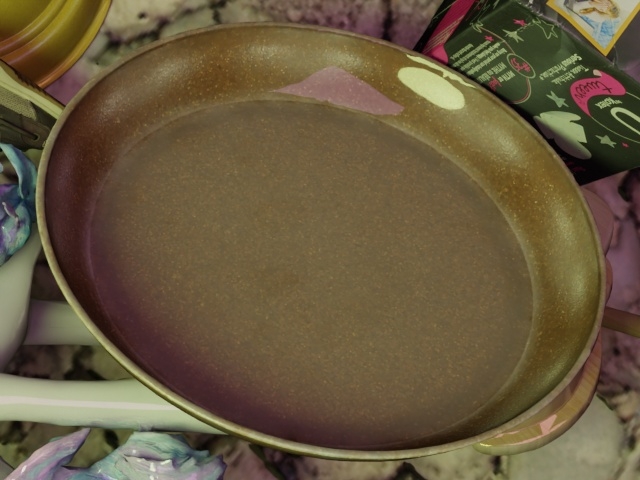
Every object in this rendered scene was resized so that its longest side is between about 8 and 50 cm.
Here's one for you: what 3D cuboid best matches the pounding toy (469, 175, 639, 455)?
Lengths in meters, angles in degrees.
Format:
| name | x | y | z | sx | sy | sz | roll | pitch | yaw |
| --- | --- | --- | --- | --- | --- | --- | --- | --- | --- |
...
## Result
| name | x | y | z | sx | sy | sz | roll | pitch | yaw |
| --- | --- | --- | --- | --- | --- | --- | --- | --- | --- |
| pounding toy | 0.107 | 0.054 | 0.982 | 0.269 | 0.155 | 0.154 | 25 | 66 | 23 |

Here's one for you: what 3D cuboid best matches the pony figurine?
| name | x | y | z | sx | sy | sz | roll | pitch | yaw |
| --- | --- | --- | --- | --- | --- | --- | --- | --- | --- |
| pony figurine | -0.221 | 0.085 | 0.872 | 0.363 | 0.303 | 0.351 | 13 | 50 | -7 |

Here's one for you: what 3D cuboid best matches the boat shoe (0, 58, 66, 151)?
| name | x | y | z | sx | sy | sz | roll | pitch | yaw |
| --- | --- | --- | --- | --- | --- | --- | --- | --- | --- |
| boat shoe | -0.191 | -0.078 | 0.955 | 0.152 | 0.056 | 0.049 | 35 | 86 | -42 |

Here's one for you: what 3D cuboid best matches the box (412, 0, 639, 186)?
| name | x | y | z | sx | sy | sz | roll | pitch | yaw |
| --- | --- | --- | --- | --- | --- | --- | --- | --- | --- |
| box | 0.170 | -0.141 | 0.961 | 0.142 | 0.247 | 0.163 | 34 | 78 | -8 |

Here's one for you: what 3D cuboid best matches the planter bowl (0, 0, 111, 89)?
| name | x | y | z | sx | sy | sz | roll | pitch | yaw |
| --- | --- | --- | --- | --- | --- | --- | --- | --- | --- |
| planter bowl | -0.228 | -0.191 | 0.965 | 0.217 | 0.090 | 0.217 | 1 | 83 | -12 |

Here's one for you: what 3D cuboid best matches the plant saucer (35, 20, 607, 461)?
| name | x | y | z | sx | sy | sz | roll | pitch | yaw |
| --- | --- | --- | --- | --- | --- | --- | --- | --- | --- |
| plant saucer | 0.000 | 0.000 | 0.861 | 0.310 | 0.050 | 0.311 | 9 | 46 | -10 |
